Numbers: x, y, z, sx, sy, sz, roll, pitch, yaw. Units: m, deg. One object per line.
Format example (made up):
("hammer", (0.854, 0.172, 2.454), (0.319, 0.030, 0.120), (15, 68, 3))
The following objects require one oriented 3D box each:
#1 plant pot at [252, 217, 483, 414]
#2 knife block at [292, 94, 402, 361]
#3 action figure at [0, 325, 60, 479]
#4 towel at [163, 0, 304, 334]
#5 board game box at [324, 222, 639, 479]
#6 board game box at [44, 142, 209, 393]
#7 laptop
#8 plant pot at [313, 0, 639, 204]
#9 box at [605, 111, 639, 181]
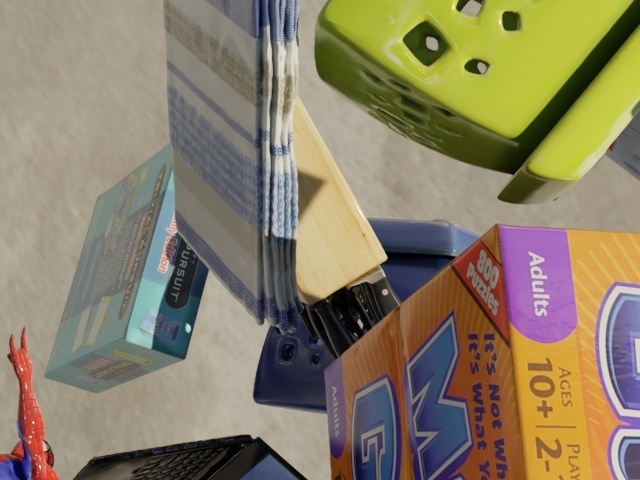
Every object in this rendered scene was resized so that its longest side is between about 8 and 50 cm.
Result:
("plant pot", (0.091, 0.091, 1.725), (0.236, 0.236, 0.212), (20, 76, -57))
("knife block", (0.000, 0.000, 1.478), (0.088, 0.242, 0.275), (-31, 145, -10))
("action figure", (-0.254, 0.147, 1.045), (0.091, 0.280, 0.139), (-14, 93, 20))
("towel", (-0.065, -0.096, 1.167), (0.034, 0.209, 0.285), (-12, 117, -22))
("board game box", (0.232, 0.220, 1.162), (0.356, 0.356, 0.356), (3, 69, -18))
("board game box", (-0.220, 0.038, 1.946), (0.079, 0.336, 0.253), (20, 71, -20))
("laptop", (-0.126, 0.290, 1.523), (0.264, 0.136, 0.234), (-4, 153, -36))
("plant pot", (0.144, -0.154, 1.155), (0.207, 0.228, 0.227), (40, 87, 3))
("box", (0.436, -0.155, 1.990), (0.038, 0.145, 0.186), (-32, 157, -53))
